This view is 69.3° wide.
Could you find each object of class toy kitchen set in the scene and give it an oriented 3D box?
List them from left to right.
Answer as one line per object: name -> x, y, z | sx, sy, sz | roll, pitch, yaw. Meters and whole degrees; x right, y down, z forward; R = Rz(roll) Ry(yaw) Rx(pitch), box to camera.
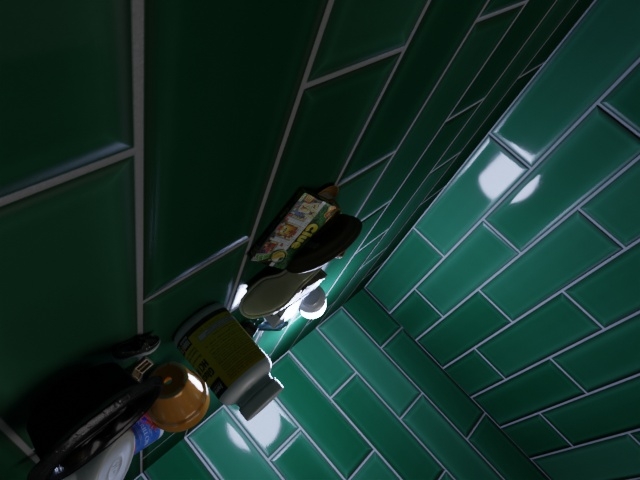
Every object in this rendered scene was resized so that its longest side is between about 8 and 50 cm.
toy kitchen set -> -0.512, 0.366, 1.286 | 0.075, 0.083, 0.068 | -42, 125, -11

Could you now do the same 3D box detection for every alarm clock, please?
alarm clock -> -0.309, 0.388, 1.921 | 0.129, 0.064, 0.192 | -51, -178, 36

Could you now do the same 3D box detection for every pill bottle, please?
pill bottle -> -0.672, 0.714, 1.741 | 0.124, 0.124, 0.221 | -50, 167, 22
pill bottle -> -0.272, 0.368, 1.401 | 0.188, 0.334, 0.188 | -41, 166, -13
pill bottle -> -0.045, 0.290, 2.237 | 0.146, 0.146, 0.264 | -41, 167, -12

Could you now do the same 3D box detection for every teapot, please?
teapot -> -0.696, 0.655, 1.392 | 0.252, 0.187, 0.256 | -68, 169, -45

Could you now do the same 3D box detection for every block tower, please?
block tower -> -0.110, 0.188, 1.859 | 0.335, 0.091, 0.097 | -25, 158, -52

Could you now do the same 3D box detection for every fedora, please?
fedora -> -0.546, 0.399, 1.087 | 0.334, 0.152, 0.334 | -44, 169, -11
fedora -> -0.001, -0.077, 1.396 | 0.194, 0.079, 0.194 | -40, 166, -12

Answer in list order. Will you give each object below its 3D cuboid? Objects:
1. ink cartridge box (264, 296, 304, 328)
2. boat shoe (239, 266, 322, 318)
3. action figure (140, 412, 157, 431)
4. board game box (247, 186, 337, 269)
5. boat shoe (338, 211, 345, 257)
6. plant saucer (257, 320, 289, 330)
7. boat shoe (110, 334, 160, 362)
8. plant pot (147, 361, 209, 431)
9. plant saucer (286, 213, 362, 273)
ink cartridge box -> -0.150, 0.275, 2.015 | 0.148, 0.086, 0.203 | -32, 162, -40
boat shoe -> -0.137, 0.141, 1.589 | 0.340, 0.127, 0.113 | -43, -170, -15
action figure -> -0.592, 0.632, 1.718 | 0.280, 0.139, 0.091 | -19, 150, -56
board game box -> -0.080, -0.027, 1.308 | 0.136, 0.030, 0.259 | 17, 121, -46
boat shoe -> 0.034, 0.022, 1.701 | 0.123, 0.123, 0.342 | -35, 164, -33
plant saucer -> -0.220, 0.391, 2.105 | 0.192, 0.018, 0.067 | -11, -164, 48
boat shoe -> -0.460, 0.267, 1.169 | 0.040, 0.049, 0.142 | -51, 163, 26
plant pot -> -0.484, 0.500, 1.532 | 0.205, 0.205, 0.187 | -37, 149, -29
plant saucer -> 0.000, 0.000, 1.439 | 0.278, 0.041, 0.278 | -27, -158, 12
